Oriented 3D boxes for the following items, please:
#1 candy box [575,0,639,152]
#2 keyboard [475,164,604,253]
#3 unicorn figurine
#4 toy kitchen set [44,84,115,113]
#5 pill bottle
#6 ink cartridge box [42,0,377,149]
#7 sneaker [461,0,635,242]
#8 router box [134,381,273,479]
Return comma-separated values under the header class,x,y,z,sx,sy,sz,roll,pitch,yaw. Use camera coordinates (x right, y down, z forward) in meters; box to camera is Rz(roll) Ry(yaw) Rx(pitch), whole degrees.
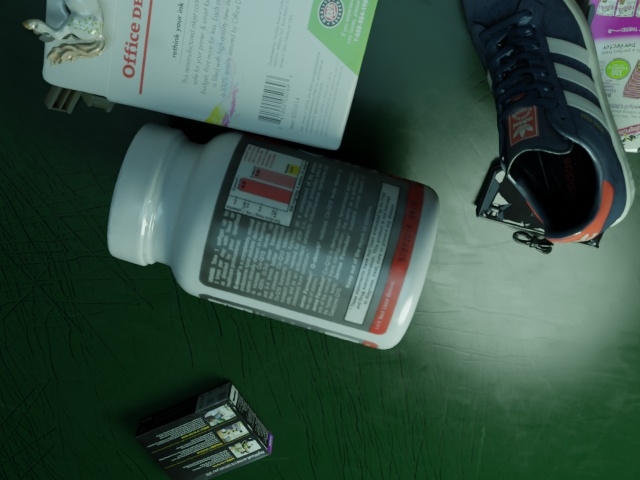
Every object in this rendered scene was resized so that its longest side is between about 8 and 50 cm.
class,x,y,z,sx,sy,sz,roll,pitch,yaw
candy box,0.379,-0.225,0.957,0.159,0.071,0.233,4,118,1
keyboard,0.304,-0.035,1.093,0.180,0.023,0.108,14,112,-5
unicorn figurine,-0.261,-0.266,0.835,0.111,0.060,0.162,-2,134,4
toy kitchen set,-0.290,-0.175,1.012,0.068,0.083,0.075,5,130,-50
pill bottle,-0.056,-0.013,0.973,0.363,0.210,0.210,16,118,-1
ink cartridge box,-0.126,-0.251,0.931,0.353,0.119,0.207,12,118,-5
sneaker,0.242,-0.158,0.902,0.131,0.148,0.350,-25,94,45
router box,-0.187,0.317,1.288,0.179,0.046,0.133,-25,116,15
